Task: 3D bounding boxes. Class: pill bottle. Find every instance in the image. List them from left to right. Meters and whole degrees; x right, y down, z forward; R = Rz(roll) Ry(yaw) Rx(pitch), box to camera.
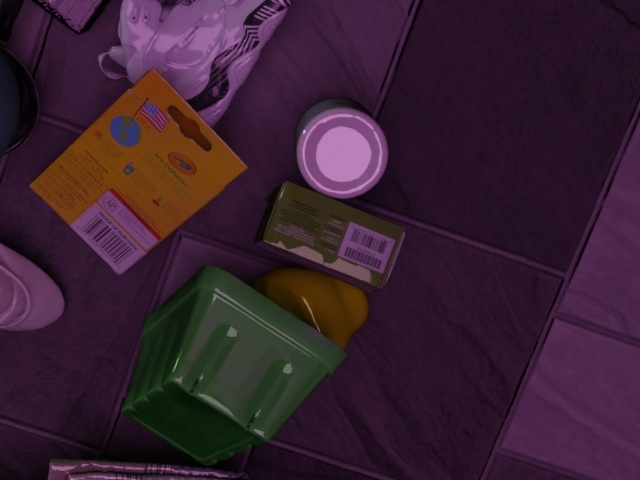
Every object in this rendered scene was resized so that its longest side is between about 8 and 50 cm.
[{"bbox_3d":[0.026,-0.145,1.850,0.131,0.229,0.131,-1,103,-3],"label":"pill bottle"}]

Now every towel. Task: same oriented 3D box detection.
[{"bbox_3d":[-0.285,0.483,1.979,0.324,0.056,0.312,5,121,-8],"label":"towel"}]

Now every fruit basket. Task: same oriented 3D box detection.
[{"bbox_3d":[-0.097,0.140,1.891,0.283,0.392,0.392,34,100,-10],"label":"fruit basket"}]

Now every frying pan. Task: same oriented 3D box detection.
[{"bbox_3d":[-0.515,-0.275,1.855,0.197,0.053,0.326,5,117,-1],"label":"frying pan"}]

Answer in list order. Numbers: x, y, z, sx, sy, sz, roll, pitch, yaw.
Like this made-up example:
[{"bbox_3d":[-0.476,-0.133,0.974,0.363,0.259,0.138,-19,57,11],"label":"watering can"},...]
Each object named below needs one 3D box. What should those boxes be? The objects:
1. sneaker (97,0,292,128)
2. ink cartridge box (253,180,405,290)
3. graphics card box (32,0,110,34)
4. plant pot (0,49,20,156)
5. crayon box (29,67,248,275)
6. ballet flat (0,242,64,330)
[{"bbox_3d":[-0.170,-0.348,1.840,0.210,0.137,0.366,30,103,-12],"label":"sneaker"},{"bbox_3d":[0.000,0.000,1.862,0.188,0.255,0.097,22,83,-8],"label":"ink cartridge box"},{"bbox_3d":[-0.429,-0.502,1.817,0.371,0.094,0.233,36,99,-9],"label":"graphics card box"},{"bbox_3d":[-0.560,-0.199,1.714,0.235,0.293,0.293,19,106,-52],"label":"plant pot"},{"bbox_3d":[-0.261,-0.109,1.857,0.318,0.081,0.202,-35,104,34],"label":"crayon box"},{"bbox_3d":[-0.547,0.044,1.857,0.139,0.139,0.400,-43,123,7],"label":"ballet flat"}]
